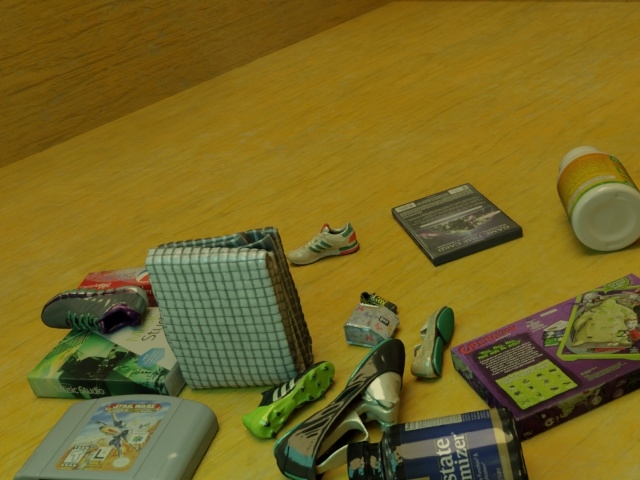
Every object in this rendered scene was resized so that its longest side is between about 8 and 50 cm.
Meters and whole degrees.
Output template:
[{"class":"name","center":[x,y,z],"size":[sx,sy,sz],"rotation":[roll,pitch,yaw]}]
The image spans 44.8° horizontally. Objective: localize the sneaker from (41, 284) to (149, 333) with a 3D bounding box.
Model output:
[{"class":"sneaker","center":[-0.456,0.147,1.537],"size":[0.223,0.083,0.098],"rotation":[-12,31,6]}]

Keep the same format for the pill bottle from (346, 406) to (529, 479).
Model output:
[{"class":"pill bottle","center":[0.150,0.293,1.005],"size":[0.219,0.123,0.123],"rotation":[-12,27,8]}]

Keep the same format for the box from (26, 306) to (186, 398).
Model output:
[{"class":"box","center":[-0.373,0.215,1.508],"size":[0.322,0.058,0.232],"rotation":[-5,28,24]}]

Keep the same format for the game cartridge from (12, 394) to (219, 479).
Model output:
[{"class":"game cartridge","center":[-0.326,0.333,1.264],"size":[0.297,0.062,0.198],"rotation":[-5,33,21]}]

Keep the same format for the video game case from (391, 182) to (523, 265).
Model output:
[{"class":"video game case","center":[0.287,-0.041,1.682],"size":[0.196,0.026,0.274],"rotation":[-19,28,-6]}]

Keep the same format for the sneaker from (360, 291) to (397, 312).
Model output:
[{"class":"sneaker","center":[0.106,0.118,1.459],"size":[0.083,0.035,0.031],"rotation":[7,35,38]}]

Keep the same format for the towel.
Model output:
[{"class":"towel","center":[-0.153,0.115,1.330],"size":[0.235,0.284,0.121],"rotation":[-4,28,19]}]

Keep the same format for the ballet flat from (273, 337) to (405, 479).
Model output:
[{"class":"ballet flat","center":[0.057,0.263,1.161],"size":[0.280,0.095,0.096],"rotation":[-41,45,-23]}]

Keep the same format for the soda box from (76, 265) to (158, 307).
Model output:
[{"class":"soda box","center":[-0.396,0.112,1.690],"size":[0.263,0.083,0.092],"rotation":[-7,28,15]}]

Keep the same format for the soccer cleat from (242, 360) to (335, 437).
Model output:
[{"class":"soccer cleat","center":[-0.052,0.250,1.267],"size":[0.179,0.060,0.072],"rotation":[-36,32,-30]}]

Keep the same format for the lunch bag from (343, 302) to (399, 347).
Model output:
[{"class":"lunch bag","center":[0.093,0.151,1.386],"size":[0.083,0.053,0.071],"rotation":[10,37,25]}]

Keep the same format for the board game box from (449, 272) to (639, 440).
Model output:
[{"class":"board game box","center":[0.402,0.168,1.196],"size":[0.347,0.056,0.208],"rotation":[-20,31,-10]}]

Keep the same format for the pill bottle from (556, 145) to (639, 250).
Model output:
[{"class":"pill bottle","center":[0.541,-0.094,1.520],"size":[0.136,0.136,0.246],"rotation":[-10,27,11]}]

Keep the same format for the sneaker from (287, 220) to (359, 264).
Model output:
[{"class":"sneaker","center":[0.000,0.000,1.698],"size":[0.161,0.075,0.057],"rotation":[-13,27,5]}]

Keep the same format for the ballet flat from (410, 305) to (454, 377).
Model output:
[{"class":"ballet flat","center":[0.185,0.167,1.306],"size":[0.052,0.057,0.168],"rotation":[-13,25,27]}]
